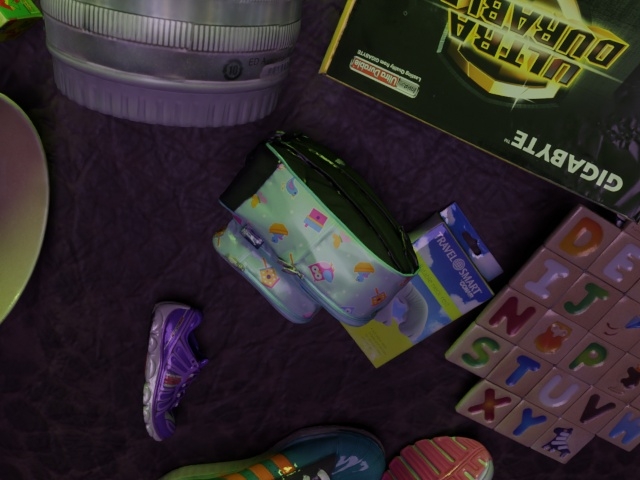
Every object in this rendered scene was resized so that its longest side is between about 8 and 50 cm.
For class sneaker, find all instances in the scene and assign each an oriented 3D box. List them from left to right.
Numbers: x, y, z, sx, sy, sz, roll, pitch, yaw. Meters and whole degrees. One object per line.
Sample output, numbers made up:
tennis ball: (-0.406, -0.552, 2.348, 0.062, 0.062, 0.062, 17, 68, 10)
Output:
sneaker: (-0.165, 0.153, 0.841, 0.071, 0.068, 0.170, 7, 108, -9)
sneaker: (-0.065, 0.312, 0.865, 0.302, 0.121, 0.108, -18, 108, 5)
sneaker: (0.114, 0.340, 0.895, 0.252, 0.103, 0.111, -43, 122, 8)

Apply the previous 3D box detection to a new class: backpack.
backpack: (0.000, 0.000, 0.722, 0.188, 0.166, 0.144, 38, 103, 5)

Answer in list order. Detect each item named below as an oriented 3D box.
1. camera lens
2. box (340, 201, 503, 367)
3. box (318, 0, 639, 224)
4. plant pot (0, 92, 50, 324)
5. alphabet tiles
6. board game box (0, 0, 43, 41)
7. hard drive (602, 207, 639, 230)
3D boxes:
camera lens: (-0.115, -0.256, 0.609, 0.219, 0.219, 0.274, 8, 116, -3)
box: (0.105, 0.051, 0.820, 0.178, 0.042, 0.109, -34, 106, 11)
box: (0.191, -0.200, 0.650, 0.322, 0.079, 0.257, 30, 106, 18)
plant pot: (-0.451, -0.038, 0.697, 0.274, 0.256, 0.256, 12, 109, 13)
alphabet tiles: (0.320, 0.111, 0.823, 0.285, 0.011, 0.342, 29, 115, -16)
board game box: (-0.346, -0.269, 0.679, 0.043, 0.092, 0.181, -33, 106, 11)
hard drive: (0.397, -0.189, 0.730, 0.237, 0.064, 0.339, -7, 110, 2)
